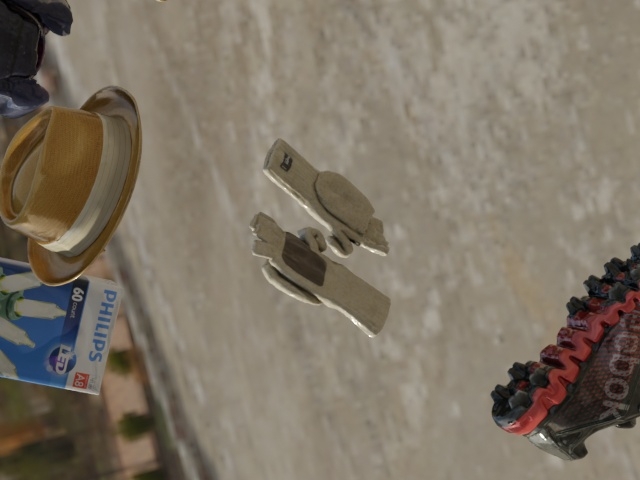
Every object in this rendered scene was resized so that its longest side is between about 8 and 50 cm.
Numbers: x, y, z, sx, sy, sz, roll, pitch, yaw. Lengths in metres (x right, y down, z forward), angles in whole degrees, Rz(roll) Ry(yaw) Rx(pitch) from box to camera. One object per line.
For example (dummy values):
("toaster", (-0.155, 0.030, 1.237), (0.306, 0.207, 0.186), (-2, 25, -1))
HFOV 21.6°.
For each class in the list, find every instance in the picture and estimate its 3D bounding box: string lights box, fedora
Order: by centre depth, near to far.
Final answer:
("fedora", (-0.238, -0.058, 1.520), (0.194, 0.079, 0.194), (-29, 51, 43))
("string lights box", (-0.374, 0.087, 1.947), (0.077, 0.260, 0.133), (-164, 86, -72))

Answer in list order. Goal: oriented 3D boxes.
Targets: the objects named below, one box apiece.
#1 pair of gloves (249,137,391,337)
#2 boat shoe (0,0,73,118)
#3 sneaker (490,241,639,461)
("pair of gloves", (0.000, 0.000, 2.070), (0.042, 0.204, 0.240), (-44, 24, 35))
("boat shoe", (-0.271, -0.139, 1.117), (0.127, 0.158, 0.340), (-70, 22, 2))
("sneaker", (0.313, 0.125, 1.804), (0.135, 0.276, 0.097), (42, 175, -11))
